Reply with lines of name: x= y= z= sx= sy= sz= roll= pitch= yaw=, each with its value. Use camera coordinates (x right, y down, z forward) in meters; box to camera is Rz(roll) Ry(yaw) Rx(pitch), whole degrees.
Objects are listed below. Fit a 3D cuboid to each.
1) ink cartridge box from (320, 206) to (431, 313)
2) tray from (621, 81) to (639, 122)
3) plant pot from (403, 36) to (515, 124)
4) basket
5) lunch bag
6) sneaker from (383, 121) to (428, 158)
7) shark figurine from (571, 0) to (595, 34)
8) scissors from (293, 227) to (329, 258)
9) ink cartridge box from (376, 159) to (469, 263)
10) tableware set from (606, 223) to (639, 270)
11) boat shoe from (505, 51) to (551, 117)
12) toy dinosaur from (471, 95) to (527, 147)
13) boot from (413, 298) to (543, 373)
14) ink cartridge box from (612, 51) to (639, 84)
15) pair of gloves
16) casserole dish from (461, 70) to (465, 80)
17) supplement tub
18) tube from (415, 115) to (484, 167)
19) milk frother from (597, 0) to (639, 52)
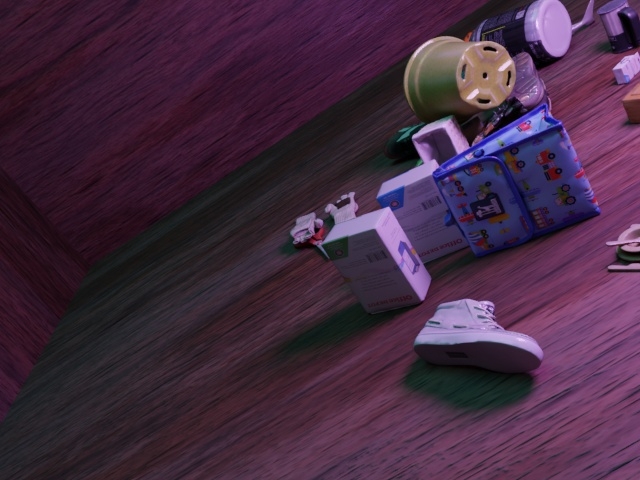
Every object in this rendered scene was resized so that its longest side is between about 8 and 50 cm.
ink cartridge box: x=0.128 y=0.050 z=1.318 sx=0.154 sy=0.212 sz=0.093 roll=-18 pitch=24 yaw=37
tray: x=0.885 y=-0.346 z=1.238 sx=0.203 sy=0.076 sz=0.411 roll=-42 pitch=24 yaw=-17
plant pot: x=0.415 y=-0.462 z=1.697 sx=0.276 sy=0.276 sz=0.254 roll=-37 pitch=17 yaw=-5
basket: x=0.358 y=-0.262 z=1.699 sx=0.113 sy=0.167 sz=0.103 roll=-16 pitch=22 yaw=38
lunch bag: x=0.394 y=-0.109 z=1.249 sx=0.293 sy=0.221 sz=0.138 roll=-27 pitch=23 yaw=19
sneaker: x=0.325 y=-0.337 z=1.971 sx=0.276 sy=0.097 sz=0.135 roll=-19 pitch=20 yaw=31
shark figurine: x=0.837 y=-0.768 z=2.124 sx=0.166 sy=0.116 sz=0.278 roll=-47 pitch=23 yaw=-25
scissors: x=0.000 y=0.000 z=1.854 sx=0.109 sy=0.021 sz=0.297 roll=-39 pitch=20 yaw=-16
ink cartridge box: x=0.249 y=-0.064 z=1.391 sx=0.148 sy=0.203 sz=0.086 roll=-23 pitch=23 yaw=26
tableware set: x=0.595 y=-0.005 z=0.994 sx=0.194 sy=0.039 sz=0.128 roll=-3 pitch=38 yaw=53
boat shoe: x=0.606 y=-0.447 z=1.770 sx=0.132 sy=0.130 sz=0.355 roll=-27 pitch=29 yaw=28
toy dinosaur: x=0.474 y=-0.268 z=1.581 sx=0.218 sy=0.164 sz=0.322 roll=-43 pitch=39 yaw=24
boot: x=0.282 y=0.154 z=1.034 sx=0.258 sy=0.095 sz=0.123 roll=-7 pitch=42 yaw=51
ink cartridge box: x=0.830 y=-0.466 z=1.591 sx=0.083 sy=0.048 sz=0.028 roll=-42 pitch=23 yaw=-19
pair of gloves: x=0.008 y=-0.074 z=1.932 sx=0.240 sy=0.042 sz=0.204 roll=-21 pitch=22 yaw=16
casserole dish: x=0.589 y=-0.650 z=2.332 sx=0.188 sy=0.037 sz=0.114 roll=-38 pitch=23 yaw=-10
supplement tub: x=0.684 y=-0.705 z=2.080 sx=0.207 sy=0.207 sz=0.338 roll=-46 pitch=25 yaw=-25
tube: x=0.405 y=-0.302 z=1.860 sx=0.240 sy=0.070 sz=0.062 roll=-30 pitch=59 yaw=22
milk frother: x=0.917 y=-0.650 z=1.732 sx=0.143 sy=0.134 sz=0.129 roll=-40 pitch=23 yaw=-13
